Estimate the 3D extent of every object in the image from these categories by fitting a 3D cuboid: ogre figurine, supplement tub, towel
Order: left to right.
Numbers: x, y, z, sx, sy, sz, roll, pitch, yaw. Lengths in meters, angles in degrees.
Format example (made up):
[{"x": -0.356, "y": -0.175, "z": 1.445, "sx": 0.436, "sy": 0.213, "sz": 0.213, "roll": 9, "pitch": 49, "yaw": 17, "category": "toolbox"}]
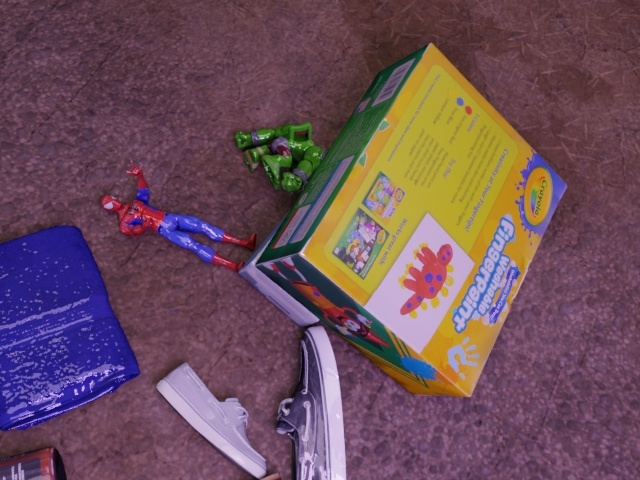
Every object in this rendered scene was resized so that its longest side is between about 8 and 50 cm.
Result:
[{"x": -0.477, "y": 0.375, "z": 1.141, "sx": 0.197, "sy": 0.106, "sz": 0.106, "roll": -12, "pitch": 67, "yaw": -12, "category": "supplement tub"}, {"x": -0.454, "y": 0.136, "z": 1.280, "sx": 0.227, "sy": 0.076, "sz": 0.308, "roll": -19, "pitch": 68, "yaw": -22, "category": "towel"}, {"x": -0.064, "y": -0.161, "z": 1.441, "sx": 0.118, "sy": 0.097, "sz": 0.197, "roll": -26, "pitch": 26, "yaw": -22, "category": "ogre figurine"}]

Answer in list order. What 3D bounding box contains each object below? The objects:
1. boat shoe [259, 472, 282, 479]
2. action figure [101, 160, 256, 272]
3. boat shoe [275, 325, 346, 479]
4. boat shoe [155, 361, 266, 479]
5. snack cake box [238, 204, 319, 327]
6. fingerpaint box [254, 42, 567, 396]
[{"x": -0.137, "y": 0.430, "z": 1.172, "sx": 0.207, "sy": 0.073, "sz": 0.073, "roll": -31, "pitch": 65, "yaw": -9, "category": "boat shoe"}, {"x": -0.254, "y": -0.039, "z": 1.349, "sx": 0.280, "sy": 0.139, "sz": 0.092, "roll": 18, "pitch": 64, "yaw": 5, "category": "action figure"}, {"x": -0.022, "y": 0.284, "z": 1.241, "sx": 0.102, "sy": 0.108, "sz": 0.302, "roll": -2, "pitch": 72, "yaw": -9, "category": "boat shoe"}, {"x": -0.159, "y": 0.279, "z": 1.236, "sx": 0.227, "sy": 0.079, "sz": 0.081, "roll": 39, "pitch": 71, "yaw": 15, "category": "boat shoe"}, {"x": 0.000, "y": 0.000, "z": 1.358, "sx": 0.152, "sy": 0.089, "sz": 0.264, "roll": 41, "pitch": 66, "yaw": -7, "category": "snack cake box"}, {"x": 0.166, "y": -0.028, "z": 1.295, "sx": 0.371, "sy": 0.163, "sz": 0.445, "roll": 40, "pitch": 64, "yaw": -19, "category": "fingerpaint box"}]
